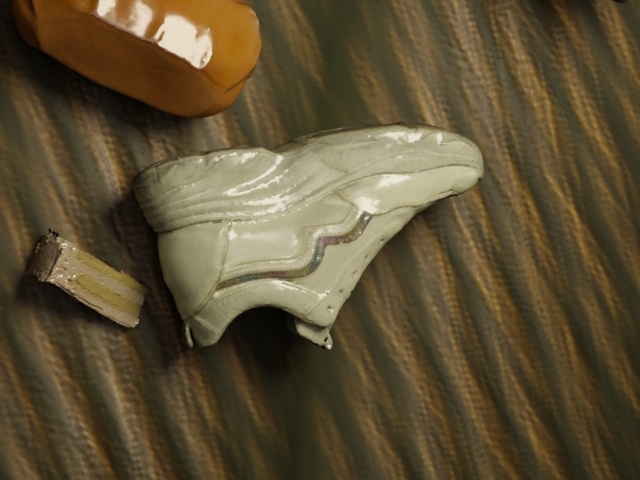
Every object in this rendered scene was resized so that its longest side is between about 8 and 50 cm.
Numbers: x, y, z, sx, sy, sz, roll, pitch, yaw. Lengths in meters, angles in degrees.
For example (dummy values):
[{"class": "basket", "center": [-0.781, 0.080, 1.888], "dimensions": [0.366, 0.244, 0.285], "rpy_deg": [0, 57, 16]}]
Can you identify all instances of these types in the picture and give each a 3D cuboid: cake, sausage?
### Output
[{"class": "cake", "center": [-0.221, 0.038, 1.577], "dimensions": [0.121, 0.065, 0.052], "rpy_deg": [33, 79, -36]}, {"class": "sausage", "center": [-0.174, -0.206, 1.548], "dimensions": [0.241, 0.120, 0.136], "rpy_deg": [20, 50, -17]}]

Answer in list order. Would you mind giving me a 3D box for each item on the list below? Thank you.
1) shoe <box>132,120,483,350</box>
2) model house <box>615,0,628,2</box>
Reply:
[{"class": "shoe", "center": [0.000, 0.000, 1.597], "dimensions": [0.342, 0.132, 0.210], "rpy_deg": [-10, 96, -12]}, {"class": "model house", "center": [0.265, -0.382, 1.649], "dimensions": [0.220, 0.199, 0.229], "rpy_deg": [28, 85, -26]}]
